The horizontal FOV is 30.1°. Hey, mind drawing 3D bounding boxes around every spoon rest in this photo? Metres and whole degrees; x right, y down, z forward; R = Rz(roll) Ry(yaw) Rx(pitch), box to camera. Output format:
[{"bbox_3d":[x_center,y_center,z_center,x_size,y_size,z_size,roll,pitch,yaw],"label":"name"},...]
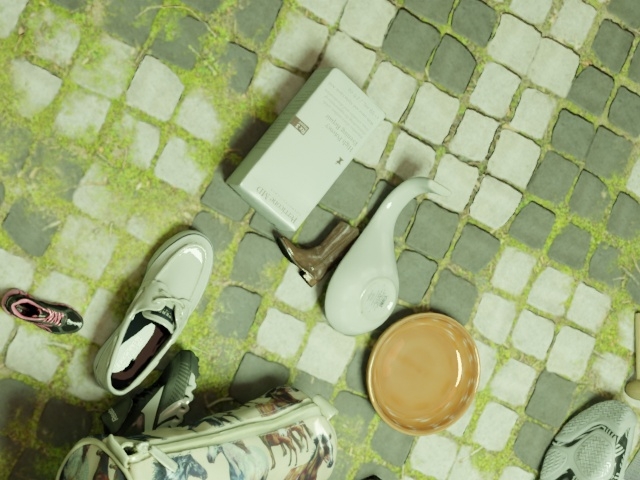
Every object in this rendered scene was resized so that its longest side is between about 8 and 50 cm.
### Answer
[{"bbox_3d":[0.098,0.023,1.845,0.137,0.084,0.276,28,94,-40],"label":"spoon rest"}]

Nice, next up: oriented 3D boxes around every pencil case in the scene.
[{"bbox_3d":[-0.156,0.312,1.655,0.410,0.183,0.160,-8,59,-46],"label":"pencil case"}]

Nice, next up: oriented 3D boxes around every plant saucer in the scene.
[{"bbox_3d":[0.161,0.212,1.907,0.200,0.037,0.200,-2,96,-20],"label":"plant saucer"}]

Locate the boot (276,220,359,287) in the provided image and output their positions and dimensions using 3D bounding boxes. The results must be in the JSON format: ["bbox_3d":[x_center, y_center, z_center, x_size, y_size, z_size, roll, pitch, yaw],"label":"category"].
[{"bbox_3d":[0.000,0.000,1.823,0.114,0.037,0.106,-41,121,-10],"label":"boot"}]

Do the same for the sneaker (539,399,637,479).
[{"bbox_3d":[0.463,0.462,2.002,0.210,0.137,0.366,37,75,-30],"label":"sneaker"}]

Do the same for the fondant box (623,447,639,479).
[{"bbox_3d":[0.702,0.384,2.102,0.238,0.096,0.330,37,80,-20],"label":"fondant box"}]

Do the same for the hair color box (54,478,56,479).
[{"bbox_3d":[-0.334,0.516,1.610,0.185,0.110,0.339,-34,75,-5],"label":"hair color box"}]

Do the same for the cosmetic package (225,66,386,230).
[{"bbox_3d":[-0.022,-0.137,1.778,0.117,0.085,0.231,40,79,-19],"label":"cosmetic package"}]

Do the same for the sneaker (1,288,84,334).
[{"bbox_3d":[-0.388,0.105,1.673,0.119,0.057,0.047,19,86,-23],"label":"sneaker"}]

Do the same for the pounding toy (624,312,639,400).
[{"bbox_3d":[0.636,0.169,2.024,0.155,0.154,0.269,42,79,-19],"label":"pounding toy"}]

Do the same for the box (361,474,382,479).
[{"bbox_3d":[0.037,0.537,1.878,0.216,0.060,0.270,-20,102,-19],"label":"box"}]

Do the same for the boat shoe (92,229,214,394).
[{"bbox_3d":[-0.235,0.105,1.715,0.096,0.088,0.267,40,81,-20],"label":"boat shoe"}]

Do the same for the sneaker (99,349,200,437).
[{"bbox_3d":[-0.260,0.256,1.725,0.106,0.078,0.234,29,86,-23],"label":"sneaker"}]
